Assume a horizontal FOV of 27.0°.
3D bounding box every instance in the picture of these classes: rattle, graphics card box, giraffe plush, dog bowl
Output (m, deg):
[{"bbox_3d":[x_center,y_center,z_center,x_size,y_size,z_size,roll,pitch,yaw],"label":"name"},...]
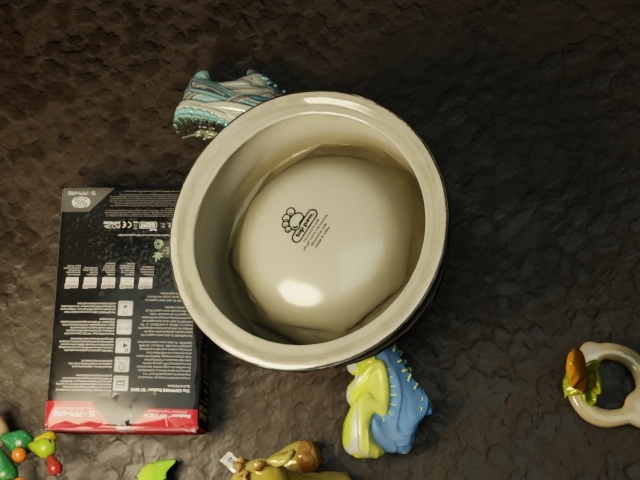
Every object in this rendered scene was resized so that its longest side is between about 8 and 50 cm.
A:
[{"bbox_3d":[0.449,0.209,1.893,0.199,0.143,0.130,28,62,17],"label":"rattle"},{"bbox_3d":[-0.281,0.105,2.003,0.232,0.094,0.371,-1,77,5],"label":"graphics card box"},{"bbox_3d":[-0.065,0.356,1.882,0.210,0.170,0.181,24,80,10],"label":"giraffe plush"},{"bbox_3d":[0.000,0.000,1.902,0.408,0.150,0.408,-5,73,17],"label":"dog bowl"}]

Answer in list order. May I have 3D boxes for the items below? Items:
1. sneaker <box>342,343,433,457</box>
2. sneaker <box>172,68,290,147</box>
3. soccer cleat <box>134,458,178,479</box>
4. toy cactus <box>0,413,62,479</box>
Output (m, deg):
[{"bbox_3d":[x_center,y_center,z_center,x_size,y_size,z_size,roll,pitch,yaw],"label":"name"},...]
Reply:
[{"bbox_3d":[0.104,0.205,1.960,0.126,0.091,0.240,11,76,-11],"label":"sneaker"},{"bbox_3d":[-0.080,-0.207,2.057,0.283,0.110,0.122,9,66,3],"label":"sneaker"},{"bbox_3d":[-0.214,0.405,1.942,0.072,0.060,0.179,-19,73,-1],"label":"soccer cleat"},{"bbox_3d":[-0.455,0.314,1.939,0.112,0.219,0.180,-6,63,-43],"label":"toy cactus"}]
